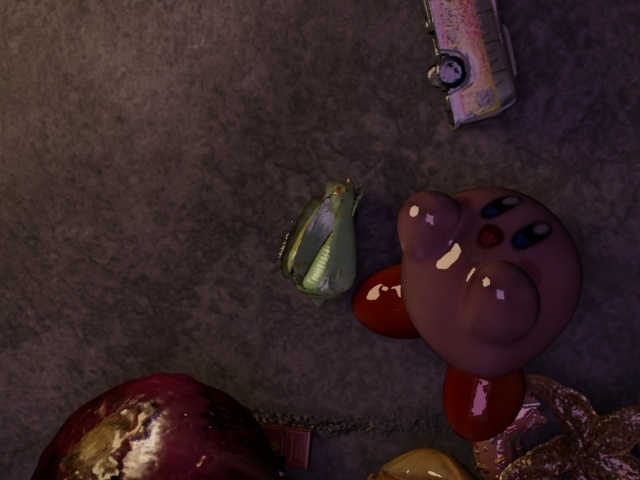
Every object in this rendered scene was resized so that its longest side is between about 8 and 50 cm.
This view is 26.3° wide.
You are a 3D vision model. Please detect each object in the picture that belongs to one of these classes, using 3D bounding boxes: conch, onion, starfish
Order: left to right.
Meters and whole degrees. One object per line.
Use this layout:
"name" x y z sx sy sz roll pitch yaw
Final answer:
"onion" -0.181 0.363 1.739 0.348 0.347 0.385 -27 129 12
"conch" 0.000 0.000 1.760 0.106 0.079 0.170 9 82 3
"starfish" 0.322 0.256 1.658 0.236 0.062 0.277 32 110 23

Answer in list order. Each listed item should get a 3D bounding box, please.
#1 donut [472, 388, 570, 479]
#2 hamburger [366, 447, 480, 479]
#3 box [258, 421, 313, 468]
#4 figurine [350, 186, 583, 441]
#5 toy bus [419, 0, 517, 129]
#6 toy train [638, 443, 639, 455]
"donut" 0.247 0.272 1.746 0.117 0.065 0.166 -23 90 11
"hamburger" 0.169 0.402 1.665 0.174 0.284 0.304 -40 88 -18
"box" -0.053 0.271 1.819 0.082 0.023 0.051 6 96 9
"figurine" 0.202 0.053 1.664 0.269 0.211 0.261 47 145 28
"toy bus" 0.173 -0.275 1.691 0.106 0.092 0.268 -12 93 1
"toy train" 0.550 0.274 1.667 0.300 0.131 0.202 -15 98 14
